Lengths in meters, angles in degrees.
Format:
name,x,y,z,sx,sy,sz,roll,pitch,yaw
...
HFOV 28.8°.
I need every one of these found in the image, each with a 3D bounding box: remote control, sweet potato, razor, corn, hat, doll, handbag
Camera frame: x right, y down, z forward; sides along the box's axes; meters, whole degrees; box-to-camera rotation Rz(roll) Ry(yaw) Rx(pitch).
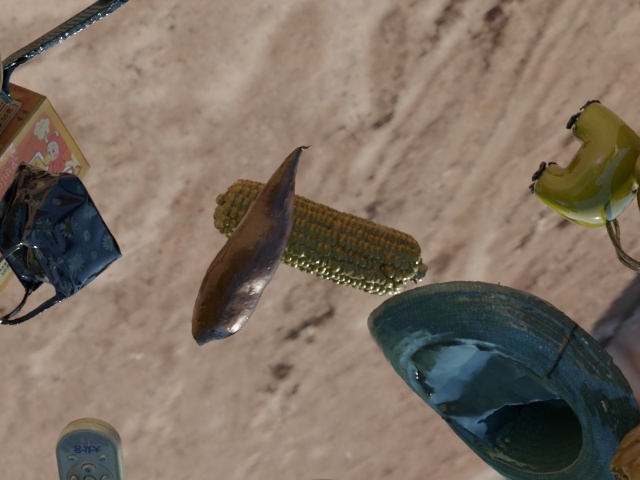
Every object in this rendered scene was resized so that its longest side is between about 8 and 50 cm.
name,x,y,z,sx,sy,sz,roll,pitch,yaw
remote control,-0.272,0.308,1.510,0.078,0.042,0.221,-1,119,1
sweet potato,-0.054,0.006,1.027,0.195,0.056,0.056,-61,158,10
razor,-0.300,-0.232,1.414,0.190,0.033,0.066,-32,130,6
corn,0.000,0.000,1.304,0.238,0.080,0.080,18,147,-10
hat,0.123,0.080,0.763,0.078,0.191,0.138,-51,-172,-34
doll,0.301,-0.035,1.057,0.135,0.221,0.143,-59,148,2
handbag,-0.248,0.016,1.088,0.139,0.072,0.115,-60,145,-34

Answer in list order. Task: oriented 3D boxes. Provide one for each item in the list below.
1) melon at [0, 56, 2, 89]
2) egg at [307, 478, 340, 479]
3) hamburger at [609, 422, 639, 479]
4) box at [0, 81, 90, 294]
name,x,y,z,sx,sy,sz,roll,pitch,yaw
melon,-0.363,-0.184,1.143,0.114,0.167,0.114,-29,-159,12
egg,0.003,0.339,1.310,0.176,0.176,0.232,-30,174,-7
hamburger,0.229,0.171,0.616,0.130,0.206,0.183,-45,166,32
box,-0.581,-0.107,2.030,0.283,0.259,0.214,-60,150,-22
